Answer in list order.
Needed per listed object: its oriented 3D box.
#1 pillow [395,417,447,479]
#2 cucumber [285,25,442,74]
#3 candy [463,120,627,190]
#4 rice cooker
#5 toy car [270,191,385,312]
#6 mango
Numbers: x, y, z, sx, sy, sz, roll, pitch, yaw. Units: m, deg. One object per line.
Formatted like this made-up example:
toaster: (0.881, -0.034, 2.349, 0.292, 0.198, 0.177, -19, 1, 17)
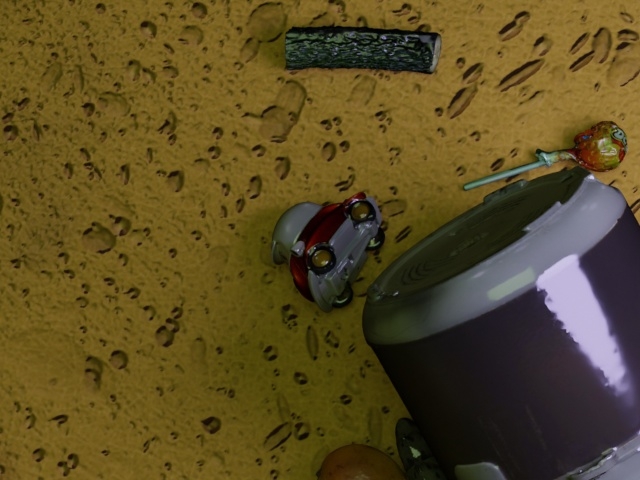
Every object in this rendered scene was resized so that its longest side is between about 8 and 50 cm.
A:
pillow: (0.146, 0.303, 1.902, 0.051, 0.093, 0.241, -33, 78, 12)
cucumber: (0.052, -0.232, 2.042, 0.187, 0.058, 0.058, 2, 78, 6)
candy: (0.265, -0.090, 2.003, 0.201, 0.060, 0.061, -16, 77, 9)
rice cooker: (0.239, 0.125, 1.799, 0.335, 0.335, 0.325, -32, 100, -2)
toy car: (0.000, 0.000, 1.982, 0.112, 0.112, 0.139, 27, 71, 26)
mango: (0.052, 0.311, 1.915, 0.115, 0.089, 0.165, -13, 80, -7)
